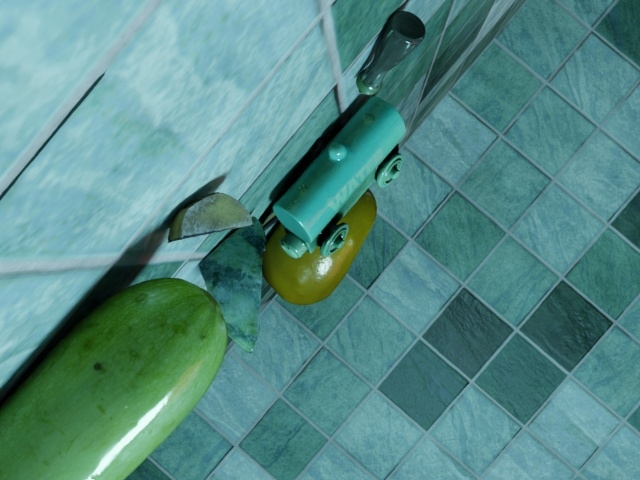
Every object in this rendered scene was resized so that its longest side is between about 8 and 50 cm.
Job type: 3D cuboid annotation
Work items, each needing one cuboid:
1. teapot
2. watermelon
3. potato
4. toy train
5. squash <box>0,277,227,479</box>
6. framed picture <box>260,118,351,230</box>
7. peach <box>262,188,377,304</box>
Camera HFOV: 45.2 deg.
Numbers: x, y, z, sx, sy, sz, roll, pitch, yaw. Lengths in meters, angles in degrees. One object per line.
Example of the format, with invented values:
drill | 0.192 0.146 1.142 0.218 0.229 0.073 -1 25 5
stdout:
teapot | 0.074 -0.207 0.863 0.043 0.043 0.111 -48 -179 -33
watermelon | -0.110 0.055 0.946 0.180 0.081 0.094 -97 -168 -44
potato | -0.103 -0.021 0.666 0.037 0.036 0.093 -7 -175 36
toy train | 0.028 -0.089 1.056 0.248 0.101 0.159 -50 161 -14
squash | -0.221 0.175 0.614 0.370 0.118 0.118 -46 177 -4
framed picture | -0.022 -0.094 1.125 0.195 0.010 0.199 -51 177 29
peach | 0.000 0.000 1.345 0.251 0.153 0.251 -45 -178 2
